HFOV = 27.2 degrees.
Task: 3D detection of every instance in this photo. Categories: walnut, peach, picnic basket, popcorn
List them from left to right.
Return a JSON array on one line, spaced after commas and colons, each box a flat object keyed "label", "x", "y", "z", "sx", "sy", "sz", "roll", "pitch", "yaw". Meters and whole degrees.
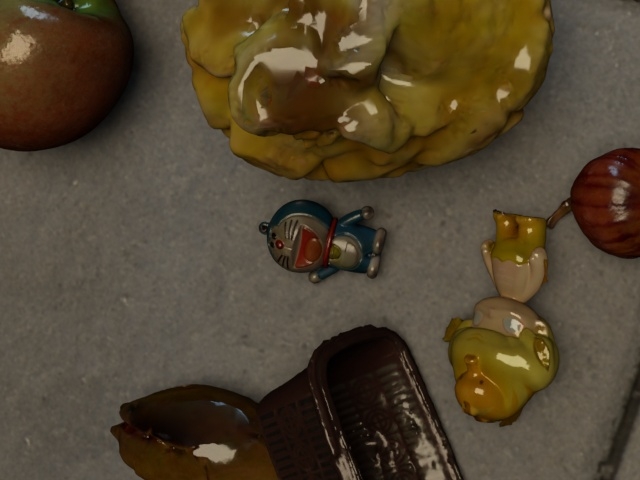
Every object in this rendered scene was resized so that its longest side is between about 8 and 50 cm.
[{"label": "peach", "x": -0.353, "y": -0.228, "z": 1.588, "sx": 0.252, "sy": 0.252, "sz": 0.252, "roll": 0, "pitch": 90, "yaw": 13}, {"label": "walnut", "x": -0.144, "y": 0.243, "z": 1.587, "sx": 0.245, "sy": 0.137, "sz": 0.137, "roll": 5, "pitch": 91, "yaw": 13}, {"label": "picnic basket", "x": 0.047, "y": 0.256, "z": 1.519, "sx": 0.129, "sy": 0.222, "sz": 0.297, "roll": -25, "pitch": 84, "yaw": 34}, {"label": "popcorn", "x": 0.045, "y": -0.238, "z": 1.448, "sx": 0.390, "sy": 0.354, "sz": 0.344, "roll": -7, "pitch": 84, "yaw": -28}]

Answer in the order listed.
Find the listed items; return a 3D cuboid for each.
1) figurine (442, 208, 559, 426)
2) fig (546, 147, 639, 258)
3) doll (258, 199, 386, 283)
[{"label": "figurine", "x": 0.213, "y": 0.092, "z": 1.509, "sx": 0.156, "sy": 0.131, "sz": 0.246, "roll": 14, "pitch": 95, "yaw": 47}, {"label": "fig", "x": 0.339, "y": -0.037, "z": 1.492, "sx": 0.128, "sy": 0.150, "sz": 0.128, "roll": 3, "pitch": 72, "yaw": -10}, {"label": "doll", "x": 0.000, "y": 0.000, "z": 1.578, "sx": 0.152, "sy": 0.085, "sz": 0.114, "roll": 14, "pitch": 112, "yaw": 2}]
